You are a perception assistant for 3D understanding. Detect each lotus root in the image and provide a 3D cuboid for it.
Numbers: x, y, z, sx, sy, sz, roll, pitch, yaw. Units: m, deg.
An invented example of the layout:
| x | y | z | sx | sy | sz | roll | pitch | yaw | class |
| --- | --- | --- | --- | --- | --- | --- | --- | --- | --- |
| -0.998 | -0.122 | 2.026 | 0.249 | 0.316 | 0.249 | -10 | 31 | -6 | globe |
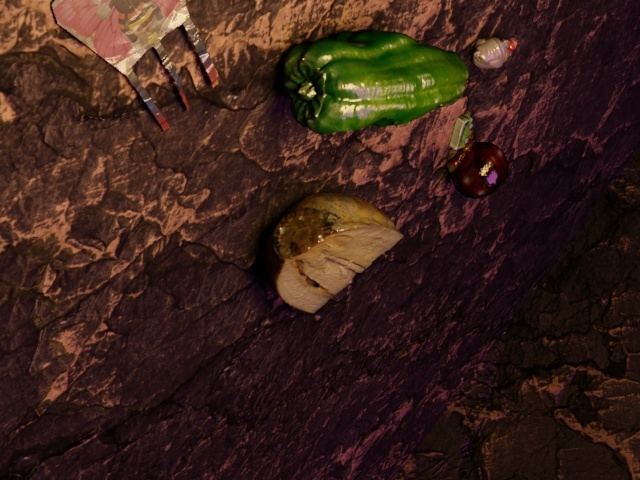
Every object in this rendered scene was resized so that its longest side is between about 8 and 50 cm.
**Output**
| x | y | z | sx | sy | sz | roll | pitch | yaw | class |
| --- | --- | --- | --- | --- | --- | --- | --- | --- | --- |
| -0.015 | 0.005 | 1.927 | 0.267 | 0.149 | 0.260 | -42 | 151 | 16 | lotus root |

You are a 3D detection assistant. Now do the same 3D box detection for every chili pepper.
| x | y | z | sx | sy | sz | roll | pitch | yaw | class |
| --- | --- | --- | --- | --- | --- | --- | --- | --- | --- |
| 0.099 | -0.295 | 1.708 | 0.385 | 0.213 | 0.167 | -13 | 119 | -44 | chili pepper |

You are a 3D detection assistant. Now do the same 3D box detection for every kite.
| x | y | z | sx | sy | sz | roll | pitch | yaw | class |
| --- | --- | --- | --- | --- | --- | --- | --- | --- | --- |
| -0.240 | -0.297 | 1.369 | 0.204 | 0.022 | 0.360 | -48 | 151 | -11 | kite |

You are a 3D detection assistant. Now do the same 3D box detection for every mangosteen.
| x | y | z | sx | sy | sz | roll | pitch | yaw | class |
| --- | --- | --- | --- | --- | --- | --- | --- | --- | --- |
| 0.386 | -0.181 | 2.353 | 0.152 | 0.152 | 0.152 | -38 | 148 | -29 | mangosteen |

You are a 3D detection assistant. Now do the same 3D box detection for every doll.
| x | y | z | sx | sy | sz | roll | pitch | yaw | class |
| --- | --- | --- | --- | --- | --- | --- | --- | --- | --- |
| 0.398 | -0.429 | 2.162 | 0.094 | 0.079 | 0.180 | -34 | 174 | 38 | doll |

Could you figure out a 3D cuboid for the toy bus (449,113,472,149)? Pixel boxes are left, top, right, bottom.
| x | y | z | sx | sy | sz | roll | pitch | yaw | class |
| --- | --- | --- | --- | --- | --- | --- | --- | --- | --- |
| 0.338 | -0.261 | 2.293 | 0.037 | 0.031 | 0.083 | -20 | 138 | -33 | toy bus |
